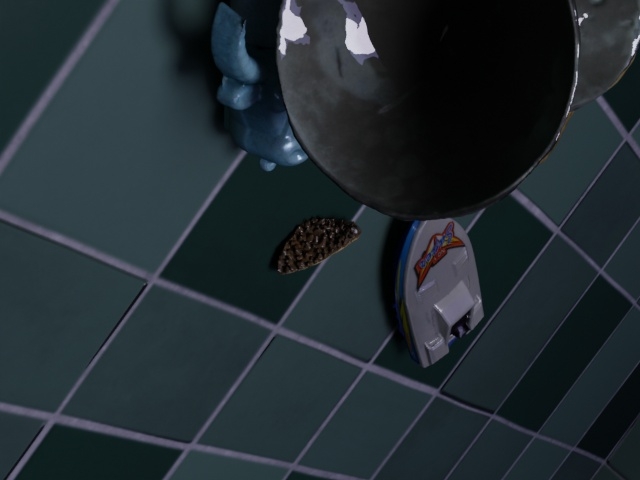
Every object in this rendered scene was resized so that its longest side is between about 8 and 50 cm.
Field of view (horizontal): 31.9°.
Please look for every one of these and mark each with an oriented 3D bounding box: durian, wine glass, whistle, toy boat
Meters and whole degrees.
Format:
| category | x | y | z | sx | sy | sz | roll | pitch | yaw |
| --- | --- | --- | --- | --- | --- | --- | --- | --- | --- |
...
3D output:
| category | x | y | z | sx | sy | sz | roll | pitch | yaw |
| --- | --- | --- | --- | --- | --- | --- | --- | --- | --- |
| durian | 0.006 | 0.008 | 1.290 | 0.130 | 0.052 | 0.066 | -28 | 142 | -33 |
| wine glass | 0.158 | -0.192 | 1.046 | 0.406 | 0.267 | 0.267 | -30 | 145 | -61 |
| whistle | -0.043 | -0.179 | 1.020 | 0.186 | 0.093 | 0.274 | -42 | 147 | -43 |
| toy boat | 0.151 | 0.053 | 1.473 | 0.129 | 0.088 | 0.295 | -40 | 146 | -17 |

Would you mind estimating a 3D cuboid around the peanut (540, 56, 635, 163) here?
| category | x | y | z | sx | sy | sz | roll | pitch | yaw |
| --- | --- | --- | --- | --- | --- | --- | --- | --- | --- |
| peanut | 0.274 | -0.213 | 1.298 | 0.143 | 0.159 | 0.291 | -25 | 142 | -65 |
